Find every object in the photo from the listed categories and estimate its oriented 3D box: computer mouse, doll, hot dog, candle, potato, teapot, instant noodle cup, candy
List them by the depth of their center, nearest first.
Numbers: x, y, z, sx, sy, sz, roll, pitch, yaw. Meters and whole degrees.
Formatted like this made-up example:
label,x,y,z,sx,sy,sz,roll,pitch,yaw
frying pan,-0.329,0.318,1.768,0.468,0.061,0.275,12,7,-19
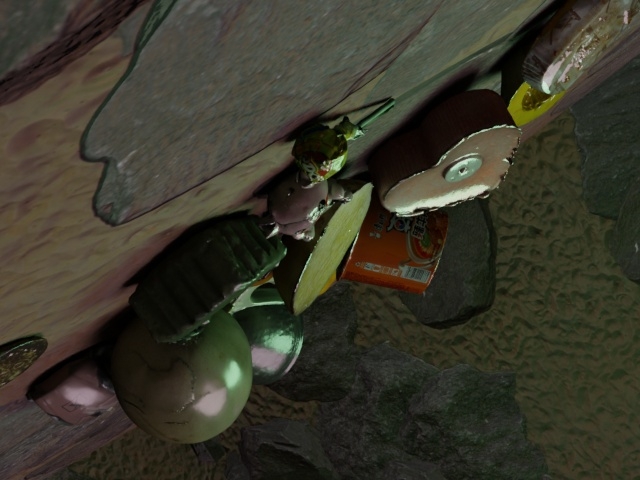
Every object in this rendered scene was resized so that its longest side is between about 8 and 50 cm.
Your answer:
label,x,y,z,sx,sy,sz,roll,pitch,yaw
candy,0.047,-0.165,1.199,0.262,0.077,0.073,-40,157,-47
doll,-0.025,-0.067,1.337,0.149,0.095,0.192,-44,169,14
hot dog,0.475,-0.385,1.465,0.268,0.075,0.144,-43,137,13
potato,-0.015,-0.010,1.540,0.299,0.115,0.239,-58,170,-19
candle,0.271,-0.175,1.631,0.287,0.132,0.317,12,143,-45
computer mouse,-0.461,0.305,1.663,0.199,0.115,0.389,-32,172,2
teapot,-0.157,0.186,1.782,0.321,0.240,0.239,-19,159,29
instant noodle cup,0.159,0.001,1.787,0.250,0.192,0.251,-162,-90,-87

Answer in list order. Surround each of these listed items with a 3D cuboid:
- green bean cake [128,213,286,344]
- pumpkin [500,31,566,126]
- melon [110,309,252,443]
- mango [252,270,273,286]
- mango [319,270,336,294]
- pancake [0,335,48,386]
label,x,y,z,sx,sy,sz,roll,pitch,yaw
green bean cake,-0.182,0.062,1.335,0.222,0.125,0.227,-41,173,21
pumpkin,0.432,-0.344,1.645,0.217,0.110,0.217,-28,157,-13
melon,-0.261,0.241,1.542,0.268,0.268,0.330,-32,147,-22
mango,-0.133,0.040,1.571,0.115,0.089,0.165,-25,169,-5
mango,-0.001,0.088,2.399,0.157,0.109,0.262,-48,178,14
pancake,-0.494,0.201,1.212,0.190,0.020,0.184,-37,173,1
